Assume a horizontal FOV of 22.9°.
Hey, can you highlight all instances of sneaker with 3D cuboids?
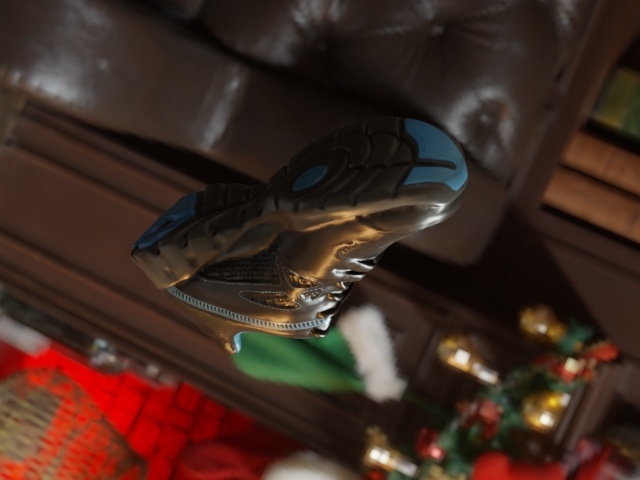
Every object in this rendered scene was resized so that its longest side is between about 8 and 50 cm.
[{"bbox_3d":[0.000,0.000,1.298,0.139,0.341,0.125,55,46,-18],"label":"sneaker"}]
